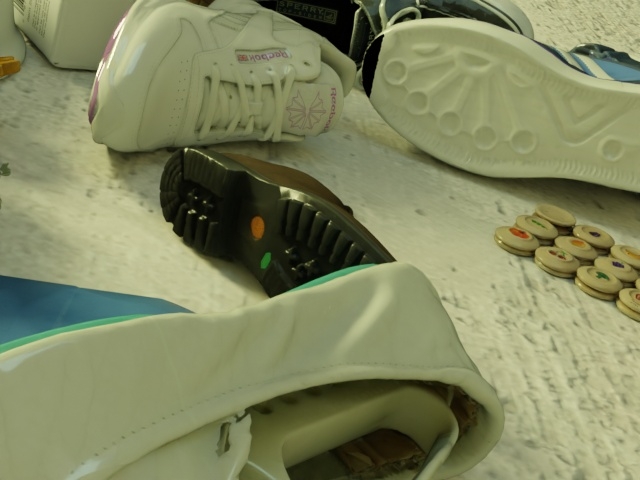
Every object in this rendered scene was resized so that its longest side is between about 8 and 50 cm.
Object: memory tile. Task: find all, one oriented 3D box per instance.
[{"bbox_3d":[0.219,0.015,0.947,0.148,0.012,0.113,30,28,26],"label":"memory tile"}]

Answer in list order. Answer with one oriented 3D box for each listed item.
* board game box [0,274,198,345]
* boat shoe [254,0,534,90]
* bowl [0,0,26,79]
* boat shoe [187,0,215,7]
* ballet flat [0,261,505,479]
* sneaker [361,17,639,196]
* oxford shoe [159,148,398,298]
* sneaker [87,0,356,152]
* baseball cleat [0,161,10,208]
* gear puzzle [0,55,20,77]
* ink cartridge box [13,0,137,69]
[{"bbox_3d":[-0.137,0.054,0.618,0.168,0.033,0.133,9,10,-7],"label":"board game box"},{"bbox_3d":[0.059,-0.212,1.196,0.306,0.113,0.105,17,32,6],"label":"boat shoe"},{"bbox_3d":[-0.375,-0.235,0.946,0.297,0.134,0.298,13,26,-7],"label":"bowl"},{"bbox_3d":[-0.097,-0.305,1.310,0.096,0.098,0.277,32,20,30],"label":"boat shoe"},{"bbox_3d":[-0.043,0.097,0.501,0.139,0.139,0.400,33,27,30],"label":"ballet flat"},{"bbox_3d":[0.209,-0.132,1.132,0.322,0.130,0.236,15,15,7],"label":"sneaker"},{"bbox_3d":[0.000,0.000,0.764,0.096,0.083,0.227,-4,33,-45],"label":"oxford shoe"},{"bbox_3d":[-0.067,-0.132,0.947,0.152,0.114,0.305,23,26,16],"label":"sneaker"},{"bbox_3d":[-0.246,-0.022,0.667,0.109,0.072,0.206,-8,12,0],"label":"baseball cleat"},{"bbox_3d":[-0.309,-0.074,0.743,0.175,0.044,0.339,3,20,19],"label":"gear puzzle"},{"bbox_3d":[-0.227,-0.301,1.089,0.117,0.201,0.278,-2,31,-36],"label":"ink cartridge box"}]
